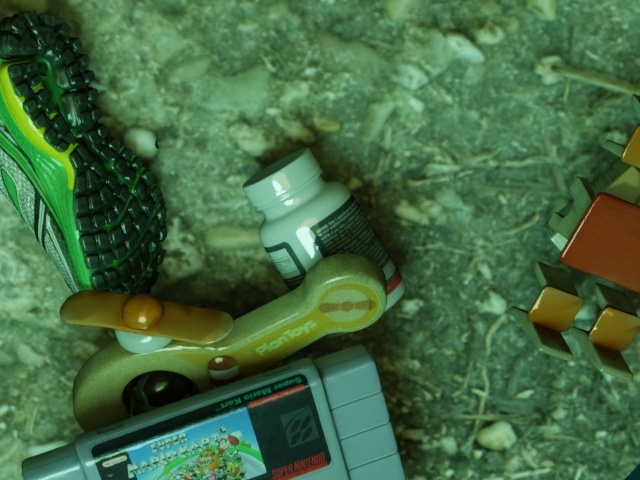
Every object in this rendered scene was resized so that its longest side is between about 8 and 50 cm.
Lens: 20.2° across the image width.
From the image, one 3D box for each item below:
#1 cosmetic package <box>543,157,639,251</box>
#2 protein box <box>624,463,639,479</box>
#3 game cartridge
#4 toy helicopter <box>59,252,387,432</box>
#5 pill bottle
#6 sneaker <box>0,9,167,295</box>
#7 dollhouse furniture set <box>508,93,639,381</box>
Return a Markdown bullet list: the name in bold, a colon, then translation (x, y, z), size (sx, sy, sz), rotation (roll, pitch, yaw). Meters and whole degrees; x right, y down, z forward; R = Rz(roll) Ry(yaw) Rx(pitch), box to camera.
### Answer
- **cosmetic package**: translation (0.290, -0.032, 1.862), size (0.115, 0.060, 0.041), rotation (-42, 101, 10)
- **protein box**: translation (0.392, 0.311, 1.864), size (0.136, 0.201, 0.200), rotation (40, 100, -8)
- **game cartridge**: translation (-0.093, 0.253, 1.760), size (0.355, 0.068, 0.230), rotation (-19, 122, -7)
- **toy helicopter**: translation (-0.098, 0.103, 1.787), size (0.355, 0.140, 0.235), rotation (-30, 125, 19)
- **pill bottle**: translation (0.000, 0.000, 1.845), size (0.108, 0.108, 0.180), rotation (-29, 101, 6)
- **sneaker**: translation (-0.271, -0.070, 1.840), size (0.146, 0.134, 0.343), rotation (-7, 114, 39)
- **dollhouse furniture set**: translation (0.360, 0.026, 1.793), size (0.259, 0.135, 0.262), rotation (19, 110, -24)
